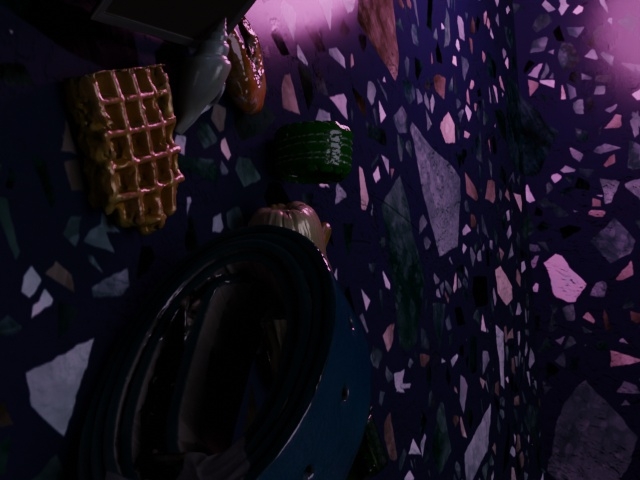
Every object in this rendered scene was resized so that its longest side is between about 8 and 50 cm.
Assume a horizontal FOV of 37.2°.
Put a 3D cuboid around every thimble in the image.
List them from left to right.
[{"bbox_3d":[-0.015,-0.143,1.554,0.118,0.130,0.090,8,77,-43],"label":"thimble"}]

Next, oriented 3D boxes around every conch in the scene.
[{"bbox_3d":[-0.164,-0.229,1.330,0.088,0.065,0.180,179,-67,-85],"label":"conch"}]

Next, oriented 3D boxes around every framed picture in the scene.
[{"bbox_3d":[-0.162,-0.342,1.246,0.014,0.197,0.252,53,24,21],"label":"framed picture"}]

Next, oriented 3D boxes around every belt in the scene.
[{"bbox_3d":[-0.104,0.183,1.126,0.173,0.300,0.436,56,39,-44],"label":"belt"}]

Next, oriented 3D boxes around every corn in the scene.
[{"bbox_3d":[-0.039,0.091,1.468,0.123,0.122,0.305,-38,121,-58],"label":"corn"}]

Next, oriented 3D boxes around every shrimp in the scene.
[{"bbox_3d":[-0.126,-0.281,1.454,0.132,0.052,0.187,-82,160,-48],"label":"shrimp"}]

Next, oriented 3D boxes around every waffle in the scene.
[{"bbox_3d":[-0.236,-0.109,1.187,0.160,0.055,0.211,-27,111,-62],"label":"waffle"}]

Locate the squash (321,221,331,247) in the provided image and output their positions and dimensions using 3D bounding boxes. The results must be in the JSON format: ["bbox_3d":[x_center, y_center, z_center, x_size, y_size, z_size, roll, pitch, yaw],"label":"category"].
[{"bbox_3d":[0.000,0.000,1.667,0.027,0.027,0.083,65,33,-34],"label":"squash"}]

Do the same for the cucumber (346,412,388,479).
[{"bbox_3d":[0.078,0.372,1.724,0.116,0.062,0.115,-51,126,-56],"label":"cucumber"}]
